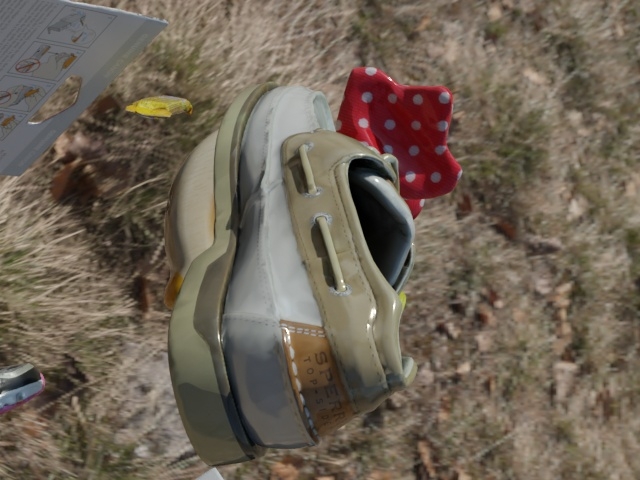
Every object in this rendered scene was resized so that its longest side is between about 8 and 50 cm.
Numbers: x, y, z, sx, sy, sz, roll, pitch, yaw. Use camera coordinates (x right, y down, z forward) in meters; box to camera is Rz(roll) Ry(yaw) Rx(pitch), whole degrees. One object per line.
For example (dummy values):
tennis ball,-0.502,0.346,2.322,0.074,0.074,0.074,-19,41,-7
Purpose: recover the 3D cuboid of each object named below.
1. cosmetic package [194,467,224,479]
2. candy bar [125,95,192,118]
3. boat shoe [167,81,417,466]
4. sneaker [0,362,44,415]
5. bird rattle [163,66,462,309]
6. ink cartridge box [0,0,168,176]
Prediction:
cosmetic package,0.003,0.405,0.961,0.097,0.377,0.284,-35,130,-8
candy bar,-0.149,-0.126,1.092,0.040,0.161,0.018,8,98,0
boat shoe,0.000,0.000,0.618,0.103,0.302,0.113,-12,123,11
sneaker,-0.264,0.089,0.744,0.170,0.063,0.074,-8,76,-30
bird rattle,-0.006,-0.012,0.827,0.207,0.143,0.253,14,84,-22
ink cartridge box,-0.308,-0.154,1.013,0.239,0.275,0.060,1,61,-48
